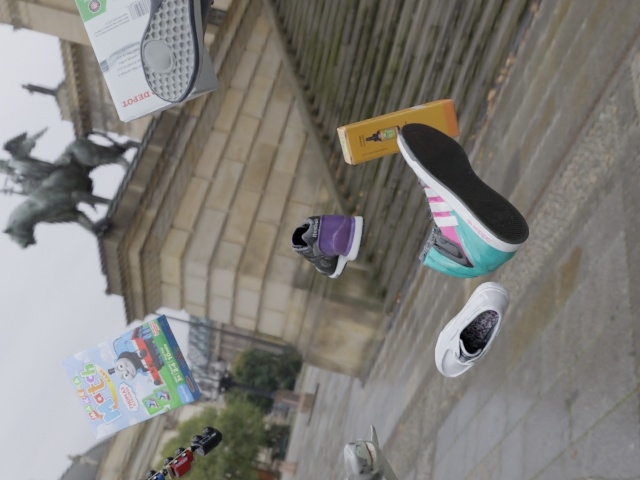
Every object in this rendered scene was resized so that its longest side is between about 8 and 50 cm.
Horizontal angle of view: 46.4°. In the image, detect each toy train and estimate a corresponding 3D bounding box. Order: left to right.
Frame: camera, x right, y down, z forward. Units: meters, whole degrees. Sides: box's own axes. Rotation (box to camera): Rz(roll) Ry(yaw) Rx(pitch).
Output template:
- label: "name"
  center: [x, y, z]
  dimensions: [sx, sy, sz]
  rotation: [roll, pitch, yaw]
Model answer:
- label: "toy train"
  center: [-0.198, 0.315, 1.048]
  dimensions: [0.158, 0.036, 0.027]
  rotation: [-33, -57, -41]

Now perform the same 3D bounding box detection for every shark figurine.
- label: "shark figurine"
  center: [0.077, 0.382, 1.054]
  dimensions: [0.278, 0.116, 0.166]
  rotation: [62, -177, -14]

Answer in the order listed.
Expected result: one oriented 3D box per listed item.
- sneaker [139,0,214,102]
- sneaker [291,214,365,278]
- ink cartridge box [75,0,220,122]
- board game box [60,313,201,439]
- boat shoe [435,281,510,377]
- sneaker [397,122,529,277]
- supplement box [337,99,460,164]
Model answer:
- label: "sneaker"
  center: [-0.151, -0.296, 0.939]
  dimensions: [0.163, 0.086, 0.226]
  rotation: [-56, -15, -51]
- label: "sneaker"
  center: [0.000, 0.000, 1.497]
  dimensions: [0.283, 0.124, 0.107]
  rotation: [123, 156, -72]
- label: "ink cartridge box"
  center: [-0.267, -0.306, 1.157]
  dimensions: [0.087, 0.153, 0.208]
  rotation: [-35, -71, -63]
- label: "board game box"
  center: [-0.339, 0.245, 1.333]
  dimensions: [0.160, 0.211, 0.039]
  rotation: [65, -164, -1]
- label: "boat shoe"
  center: [0.211, 0.141, 1.046]
  dimensions: [0.184, 0.066, 0.063]
  rotation: [-60, 1, 39]
- label: "sneaker"
  center: [0.212, -0.049, 1.268]
  dimensions: [0.295, 0.124, 0.178]
  rotation: [55, 144, 29]
- label: "supplement box"
  center: [0.156, -0.221, 1.505]
  dimensions: [0.080, 0.233, 0.078]
  rotation: [-136, 32, -73]
